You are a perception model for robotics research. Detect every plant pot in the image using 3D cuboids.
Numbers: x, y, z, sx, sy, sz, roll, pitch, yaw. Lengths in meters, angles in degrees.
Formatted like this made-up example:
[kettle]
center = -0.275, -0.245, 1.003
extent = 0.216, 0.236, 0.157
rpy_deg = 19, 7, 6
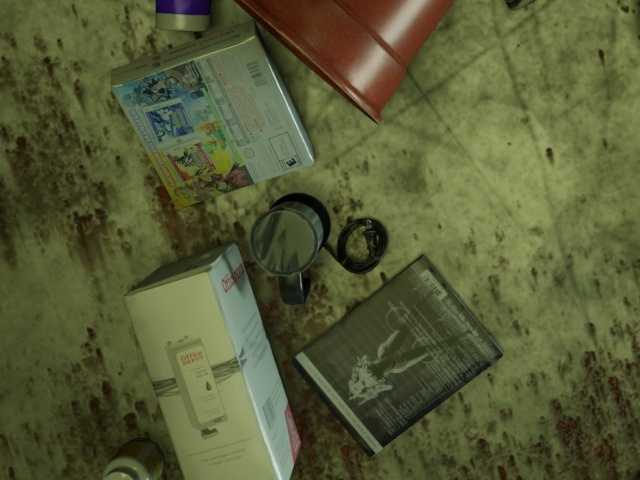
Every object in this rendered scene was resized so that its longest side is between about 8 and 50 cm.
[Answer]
[plant pot]
center = 0.050, -0.321, 1.614
extent = 0.272, 0.272, 0.265
rpy_deg = 41, 94, -1

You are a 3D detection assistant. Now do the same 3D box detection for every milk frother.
[milk frother]
center = 0.000, 0.000, 1.723
extent = 0.143, 0.135, 0.129
rpy_deg = -22, 97, 10

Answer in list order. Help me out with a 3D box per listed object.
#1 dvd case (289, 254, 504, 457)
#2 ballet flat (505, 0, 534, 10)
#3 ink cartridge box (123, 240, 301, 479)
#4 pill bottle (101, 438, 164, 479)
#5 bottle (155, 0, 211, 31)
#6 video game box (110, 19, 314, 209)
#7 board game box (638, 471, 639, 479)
[dvd case]
center = 0.096, 0.149, 1.795
extent = 0.221, 0.018, 0.164
rpy_deg = -39, 94, 10
[ballet flat]
center = 0.301, -0.375, 1.659
extent = 0.086, 0.086, 0.248
rpy_deg = 24, 100, 2
[ink cartridge box]
center = -0.126, 0.162, 1.728
extent = 0.117, 0.207, 0.283
rpy_deg = -17, 96, 8
[pill bottle]
center = -0.243, 0.301, 1.810
extent = 0.065, 0.116, 0.065
rpy_deg = 1, 99, 7
[bottle]
center = -0.160, -0.393, 1.686
extent = 0.092, 0.118, 0.283
rpy_deg = 5, 99, 16
[video game box]
center = -0.128, -0.148, 1.711
extent = 0.187, 0.048, 0.205
rpy_deg = -19, 129, 7
[board game box]
center = 0.474, 0.390, 1.774
extent = 0.146, 0.045, 0.194
rpy_deg = 1, 99, 6
